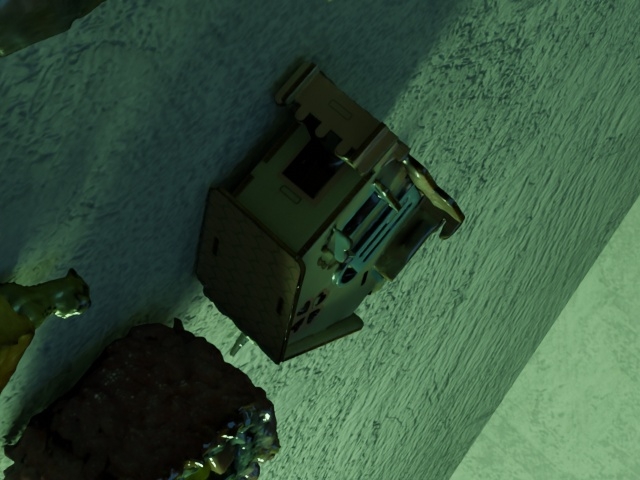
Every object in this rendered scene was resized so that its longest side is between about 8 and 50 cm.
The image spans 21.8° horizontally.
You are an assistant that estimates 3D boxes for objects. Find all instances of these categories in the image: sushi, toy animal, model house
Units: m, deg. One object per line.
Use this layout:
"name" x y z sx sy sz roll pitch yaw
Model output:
"sushi" -0.183 0.217 1.662 0.270 0.171 0.236 -37 158 -25
"toy animal" -0.280 0.104 1.396 0.181 0.073 0.136 -58 166 15
"model house" 0.000 0.000 1.658 0.244 0.169 0.326 -47 161 -2

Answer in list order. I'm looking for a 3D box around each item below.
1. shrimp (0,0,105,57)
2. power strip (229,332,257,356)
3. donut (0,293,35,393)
"shrimp" -0.129 -0.255 1.030 0.445 0.110 0.221 -36 149 -22
"power strip" -0.019 0.036 1.887 0.253 0.027 0.060 -46 161 -9
"donut" -0.394 0.094 1.004 0.377 0.163 0.435 -44 162 -9
